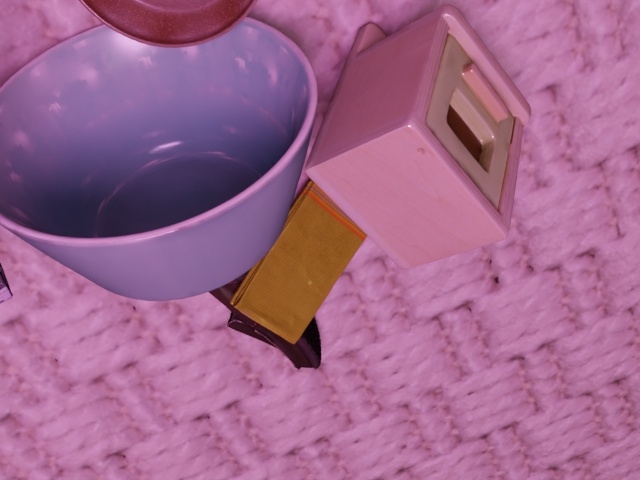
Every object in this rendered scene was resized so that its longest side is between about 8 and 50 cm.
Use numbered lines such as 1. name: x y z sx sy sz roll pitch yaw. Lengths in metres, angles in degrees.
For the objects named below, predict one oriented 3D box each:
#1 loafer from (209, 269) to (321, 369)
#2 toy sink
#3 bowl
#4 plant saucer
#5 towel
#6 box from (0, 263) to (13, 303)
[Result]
1. loafer: -0.076 0.082 0.904 0.078 0.080 0.220 -30 115 17
2. toy sink: 0.108 -0.118 0.711 0.131 0.234 0.153 -20 127 39
3. bowl: -0.149 -0.065 0.702 0.311 0.312 0.163 -13 140 -4
4. plant saucer: -0.139 -0.272 0.649 0.198 0.036 0.199 2 125 2
5. towel: 0.000 0.000 0.850 0.102 0.021 0.237 36 86 -25
6. box: -0.364 -0.092 0.611 0.076 0.307 0.242 -27 123 -19
